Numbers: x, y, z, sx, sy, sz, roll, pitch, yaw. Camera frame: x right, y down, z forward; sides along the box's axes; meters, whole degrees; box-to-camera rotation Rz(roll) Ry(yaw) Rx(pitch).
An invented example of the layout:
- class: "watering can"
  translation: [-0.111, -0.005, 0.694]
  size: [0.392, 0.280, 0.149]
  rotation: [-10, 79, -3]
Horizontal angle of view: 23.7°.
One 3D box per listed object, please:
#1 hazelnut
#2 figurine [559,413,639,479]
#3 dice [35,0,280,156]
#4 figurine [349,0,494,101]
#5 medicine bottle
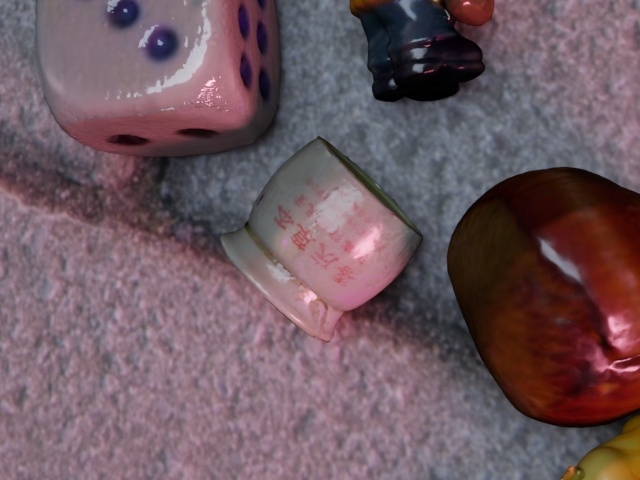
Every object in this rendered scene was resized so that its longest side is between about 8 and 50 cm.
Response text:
- class: "hazelnut"
  translation: [0.227, 0.046, 1.319]
  size: [0.229, 0.229, 0.229]
  rotation: [-3, 80, 15]
- class: "figurine"
  translation: [0.246, 0.251, 1.305]
  size: [0.246, 0.156, 0.131]
  rotation: [-54, 37, 17]
- class: "dice"
  translation: [-0.151, -0.189, 1.457]
  size: [0.192, 0.194, 0.193]
  rotation: [-3, 79, 14]
- class: "figurine"
  translation: [0.060, -0.303, 1.422]
  size: [0.204, 0.185, 0.332]
  rotation: [10, 77, -18]
- class: "medicine bottle"
  translation: [0.000, 0.000, 1.406]
  size: [0.143, 0.147, 0.147]
  rotation: [-46, 72, 6]
